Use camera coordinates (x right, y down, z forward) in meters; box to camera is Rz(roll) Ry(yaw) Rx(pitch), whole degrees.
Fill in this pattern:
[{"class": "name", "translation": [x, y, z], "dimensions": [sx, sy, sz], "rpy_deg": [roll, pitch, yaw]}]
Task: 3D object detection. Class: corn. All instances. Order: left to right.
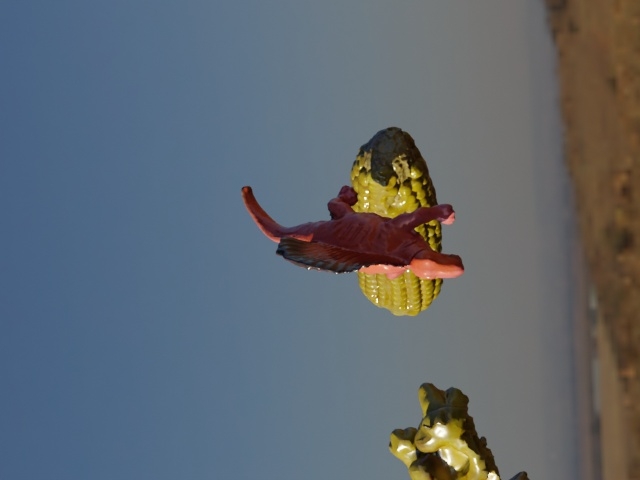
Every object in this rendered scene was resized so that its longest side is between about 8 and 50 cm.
[{"class": "corn", "translation": [0.077, -0.012, 1.860], "dimensions": [0.261, 0.097, 0.097], "rpy_deg": [82, -172, -53]}]

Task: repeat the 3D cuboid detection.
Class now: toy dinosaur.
[{"class": "toy dinosaur", "translation": [-0.002, 0.003, 1.660], "dimensions": [0.139, 0.286, 0.070], "rpy_deg": [-27, -59, -47]}]

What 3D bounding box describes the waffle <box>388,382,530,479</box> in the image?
[{"class": "waffle", "translation": [0.179, 0.222, 1.275], "dimensions": [0.069, 0.293, 0.259], "rpy_deg": [-79, -8, -57]}]
